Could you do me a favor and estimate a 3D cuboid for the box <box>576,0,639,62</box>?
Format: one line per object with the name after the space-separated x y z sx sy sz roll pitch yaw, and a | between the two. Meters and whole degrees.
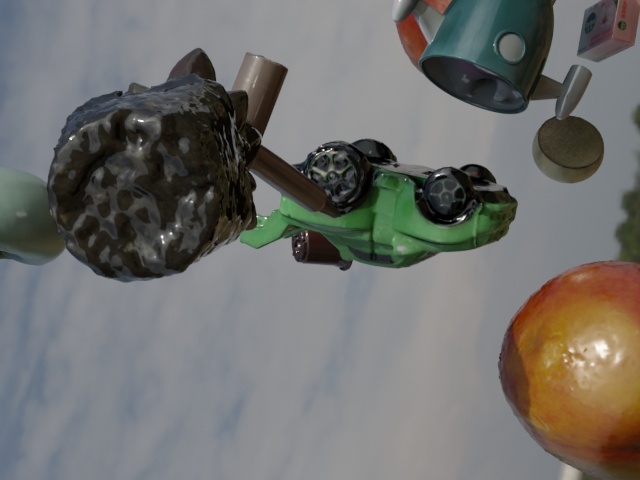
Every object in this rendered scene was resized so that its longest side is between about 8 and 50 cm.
0.477 -0.353 2.139 0.125 0.043 0.089 156 127 -72 | box

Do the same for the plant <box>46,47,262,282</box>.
-0.154 -0.076 1.233 0.321 0.181 0.194 -88 -10 -79 | plant

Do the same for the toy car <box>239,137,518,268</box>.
0.087 -0.045 1.812 0.213 0.358 0.176 -22 -55 -73 | toy car

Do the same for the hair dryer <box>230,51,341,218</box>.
-0.034 -0.094 1.493 0.220 0.053 0.195 16 -82 -43 | hair dryer

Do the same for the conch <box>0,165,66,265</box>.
-0.385 -0.014 1.419 0.185 0.221 0.121 -37 68 51 | conch

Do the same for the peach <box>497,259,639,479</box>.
0.318 0.139 1.404 0.281 0.281 0.238 -57 -34 -56 | peach

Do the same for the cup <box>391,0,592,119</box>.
0.238 -0.282 1.742 0.173 0.299 0.167 -65 15 -11 | cup

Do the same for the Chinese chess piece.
0.419 -0.154 2.193 0.051 0.122 0.122 95 -167 -56 | Chinese chess piece

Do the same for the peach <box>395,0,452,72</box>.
0.254 -0.385 2.021 0.281 0.281 0.338 35 -123 -75 | peach

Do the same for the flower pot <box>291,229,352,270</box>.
0.000 0.000 2.235 0.111 0.089 0.111 178 90 -73 | flower pot
